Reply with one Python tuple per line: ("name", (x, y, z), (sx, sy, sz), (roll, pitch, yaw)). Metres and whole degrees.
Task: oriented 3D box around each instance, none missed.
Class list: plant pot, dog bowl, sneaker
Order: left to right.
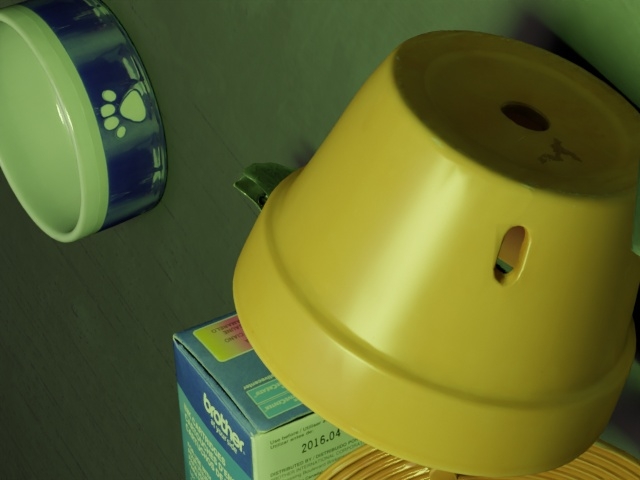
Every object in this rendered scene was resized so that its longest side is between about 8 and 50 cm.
("dog bowl", (-0.276, -0.137, 2.144), (0.265, 0.104, 0.265), (42, 144, 42))
("sneaker", (0.001, -0.001, 1.741), (0.170, 0.089, 0.051), (62, 153, 13))
("plant pot", (0.106, -0.010, 1.360), (0.291, 0.291, 0.203), (48, 131, 34))

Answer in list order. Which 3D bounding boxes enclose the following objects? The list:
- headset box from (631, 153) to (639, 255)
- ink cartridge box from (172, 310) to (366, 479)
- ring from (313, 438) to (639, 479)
("headset box", (0.305, -0.052, 1.079), (0.246, 0.131, 0.283), (40, 143, 43))
("ink cartridge box", (0.033, 0.170, 1.607), (0.151, 0.270, 0.395), (46, 147, 43))
("ring", (0.132, 0.269, 1.491), (0.032, 0.337, 0.336), (-82, -7, -53))
